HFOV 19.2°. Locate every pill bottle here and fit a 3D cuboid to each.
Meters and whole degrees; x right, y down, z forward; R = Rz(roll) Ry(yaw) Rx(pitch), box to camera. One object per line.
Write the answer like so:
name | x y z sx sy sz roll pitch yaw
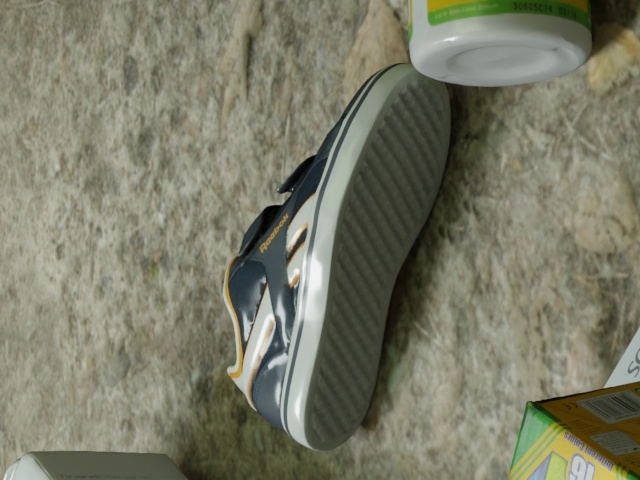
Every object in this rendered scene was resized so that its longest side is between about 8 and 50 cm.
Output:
pill bottle | 0.132 -0.251 1.428 0.136 0.136 0.246 -12 74 44

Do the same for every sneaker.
sneaker | 0.000 0.000 1.528 0.127 0.126 0.321 26 103 39

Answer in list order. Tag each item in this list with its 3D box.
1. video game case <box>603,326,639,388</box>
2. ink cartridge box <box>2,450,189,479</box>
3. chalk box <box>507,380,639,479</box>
video game case | 0.288 0.103 1.288 0.190 0.022 0.173 43 114 41
ink cartridge box | -0.144 0.387 1.564 0.384 0.160 0.279 41 116 44
chalk box | 0.201 0.220 1.261 0.132 0.132 0.213 33 121 46
